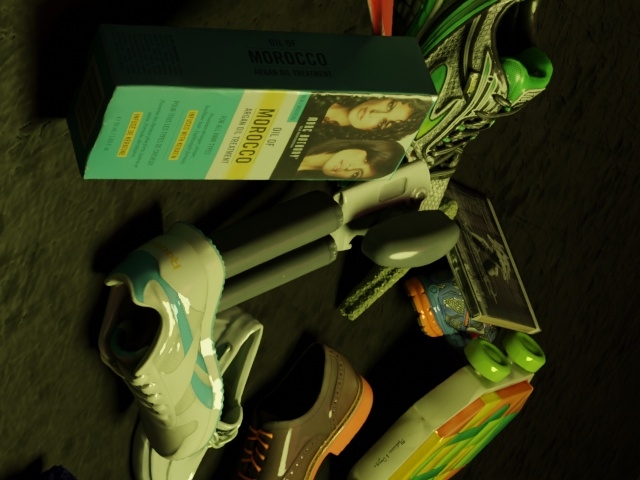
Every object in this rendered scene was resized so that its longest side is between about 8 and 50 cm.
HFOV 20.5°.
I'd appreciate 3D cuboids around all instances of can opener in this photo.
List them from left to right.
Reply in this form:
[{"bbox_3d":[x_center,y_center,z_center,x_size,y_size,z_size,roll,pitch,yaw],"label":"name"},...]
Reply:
[{"bbox_3d":[0.000,0.000,1.542,0.280,0.093,0.074,-19,135,-31],"label":"can opener"}]

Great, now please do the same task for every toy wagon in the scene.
[{"bbox_3d":[0.157,0.218,2.089,0.267,0.068,0.344,-48,162,21],"label":"toy wagon"}]

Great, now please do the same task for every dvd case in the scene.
[{"bbox_3d":[0.174,0.017,1.915,0.018,0.164,0.221,-25,164,19],"label":"dvd case"}]

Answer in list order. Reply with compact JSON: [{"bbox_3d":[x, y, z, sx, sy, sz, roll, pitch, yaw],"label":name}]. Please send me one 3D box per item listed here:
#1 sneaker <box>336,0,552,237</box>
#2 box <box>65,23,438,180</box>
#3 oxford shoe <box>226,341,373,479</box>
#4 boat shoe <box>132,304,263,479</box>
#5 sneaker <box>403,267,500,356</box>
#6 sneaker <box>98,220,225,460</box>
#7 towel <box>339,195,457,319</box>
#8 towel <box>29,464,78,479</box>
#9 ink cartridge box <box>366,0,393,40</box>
[{"bbox_3d":[0.120,-0.134,1.623,0.134,0.146,0.343,-24,139,-54],"label":"sneaker"},{"bbox_3d":[-0.048,-0.095,1.255,0.244,0.060,0.100,-1,143,-25],"label":"box"},{"bbox_3d":[-0.057,0.220,1.762,0.271,0.097,0.098,-56,137,-21],"label":"oxford shoe"},{"bbox_3d":[-0.108,0.152,1.571,0.083,0.076,0.226,-31,143,-49],"label":"boat shoe"},{"bbox_3d":[0.171,0.077,2.002,0.087,0.083,0.221,-23,165,17],"label":"sneaker"},{"bbox_3d":[-0.136,0.094,1.454,0.092,0.087,0.228,-31,136,-37],"label":"sneaker"},{"bbox_3d":[0.077,0.018,1.791,0.110,0.027,0.148,-49,-177,-38],"label":"towel"},{"bbox_3d":[-0.290,0.350,1.446,0.227,0.076,0.308,-41,150,-52],"label":"towel"},{"bbox_3d":[0.067,-0.299,1.280,0.296,0.066,0.261,77,14,-57],"label":"ink cartridge box"}]
